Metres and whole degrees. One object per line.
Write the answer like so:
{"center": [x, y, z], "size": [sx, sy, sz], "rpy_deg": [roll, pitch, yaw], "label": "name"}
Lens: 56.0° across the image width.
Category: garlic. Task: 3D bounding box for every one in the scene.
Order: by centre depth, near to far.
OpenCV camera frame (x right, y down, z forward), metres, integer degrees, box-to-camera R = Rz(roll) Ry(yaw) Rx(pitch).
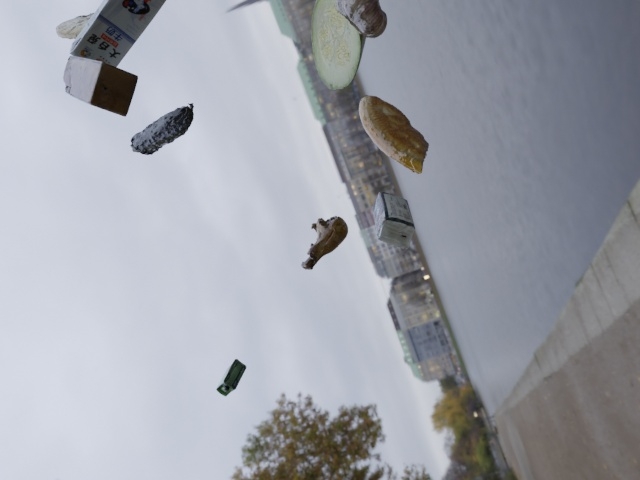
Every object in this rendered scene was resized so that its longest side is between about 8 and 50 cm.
{"center": [0.124, -0.642, 1.685], "size": [0.159, 0.102, 0.147], "rpy_deg": [50, -171, 27], "label": "garlic"}

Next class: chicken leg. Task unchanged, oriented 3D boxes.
{"center": [0.003, 0.002, 1.801], "size": [0.101, 0.208, 0.085], "rpy_deg": [43, 154, -8], "label": "chicken leg"}

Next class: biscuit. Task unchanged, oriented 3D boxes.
{"center": [-0.727, -0.680, 1.898], "size": [0.188, 0.265, 0.040], "rpy_deg": [-53, -37, -42], "label": "biscuit"}

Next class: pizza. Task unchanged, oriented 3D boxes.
{"center": [0.172, -0.252, 1.410], "size": [0.134, 0.056, 0.271], "rpy_deg": [-15, -126, -42], "label": "pizza"}

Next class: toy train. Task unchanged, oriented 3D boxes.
{"center": [-0.222, 0.340, 1.491], "size": [0.038, 0.056, 0.093], "rpy_deg": [39, -146, -9], "label": "toy train"}

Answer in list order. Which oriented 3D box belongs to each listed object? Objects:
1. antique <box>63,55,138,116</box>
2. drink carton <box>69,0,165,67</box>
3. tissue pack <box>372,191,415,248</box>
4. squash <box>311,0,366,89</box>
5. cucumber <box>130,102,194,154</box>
{"center": [-0.517, -0.361, 1.387], "size": [0.087, 0.094, 0.310], "rpy_deg": [14, -171, -38], "label": "antique"}
{"center": [-0.583, -0.635, 1.745], "size": [0.130, 0.315, 0.107], "rpy_deg": [33, -162, -32], "label": "drink carton"}
{"center": [0.212, -0.061, 1.758], "size": [0.170, 0.103, 0.091], "rpy_deg": [-92, 22, -59], "label": "tissue pack"}
{"center": [0.049, -0.626, 1.855], "size": [0.189, 0.189, 0.261], "rpy_deg": [54, -132, -61], "label": "squash"}
{"center": [-0.294, -0.207, 1.128], "size": [0.053, 0.181, 0.053], "rpy_deg": [20, -119, -41], "label": "cucumber"}
